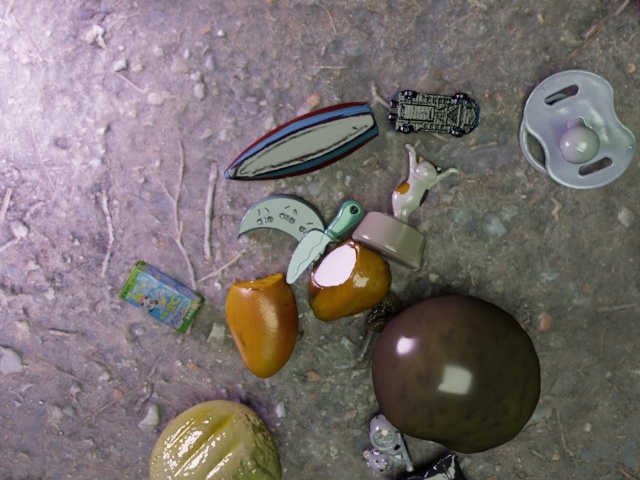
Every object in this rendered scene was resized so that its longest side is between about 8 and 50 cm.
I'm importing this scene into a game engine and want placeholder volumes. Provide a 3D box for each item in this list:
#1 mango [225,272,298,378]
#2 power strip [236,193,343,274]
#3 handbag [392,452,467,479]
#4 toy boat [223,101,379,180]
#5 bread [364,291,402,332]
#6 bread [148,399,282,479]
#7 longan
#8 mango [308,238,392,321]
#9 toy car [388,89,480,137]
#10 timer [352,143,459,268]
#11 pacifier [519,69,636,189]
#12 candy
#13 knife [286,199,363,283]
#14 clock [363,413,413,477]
[{"bbox_3d":[-0.140,0.222,1.634,0.187,0.138,0.257,-9,98,16],"label":"mango"},{"bbox_3d":[-0.069,-0.023,1.615,0.253,0.054,0.167,24,104,-4],"label":"power strip"},{"bbox_3d":[0.326,0.705,1.766,0.211,0.088,0.254,-29,102,14],"label":"handbag"},{"bbox_3d":[-0.053,-0.221,1.561,0.392,0.079,0.136,-21,101,3],"label":"toy boat"},{"bbox_3d":[0.164,0.185,1.657,0.082,0.060,0.113,17,102,0],"label":"bread"},{"bbox_3d":[-0.266,0.559,1.635,0.321,0.320,0.237,-22,121,6],"label":"bread"},{"bbox_3d":[0.317,0.310,1.542,0.405,0.336,0.404,-3,104,-11],"label":"longan"},{"bbox_3d":[0.072,0.116,1.594,0.236,0.136,0.166,-34,138,27],"label":"mango"},{"bbox_3d":[0.265,-0.298,1.536,0.216,0.063,0.103,3,104,-5],"label":"toy car"},{"bbox_3d":[0.209,-0.085,1.564,0.175,0.175,0.266,27,85,-5],"label":"timer"},{"bbox_3d":[0.565,-0.230,1.468,0.238,0.226,0.287,-21,102,25],"label":"pacifier"},{"bbox_3d":[-0.401,0.143,1.659,0.194,0.062,0.097,31,102,-7],"label":"candy"},{"bbox_3d":[-0.001,-0.001,1.577,0.260,0.034,0.063,-44,101,4],"label":"knife"},{"bbox_3d":[0.166,0.542,1.733,0.117,0.080,0.176,-17,104,6],"label":"clock"}]
